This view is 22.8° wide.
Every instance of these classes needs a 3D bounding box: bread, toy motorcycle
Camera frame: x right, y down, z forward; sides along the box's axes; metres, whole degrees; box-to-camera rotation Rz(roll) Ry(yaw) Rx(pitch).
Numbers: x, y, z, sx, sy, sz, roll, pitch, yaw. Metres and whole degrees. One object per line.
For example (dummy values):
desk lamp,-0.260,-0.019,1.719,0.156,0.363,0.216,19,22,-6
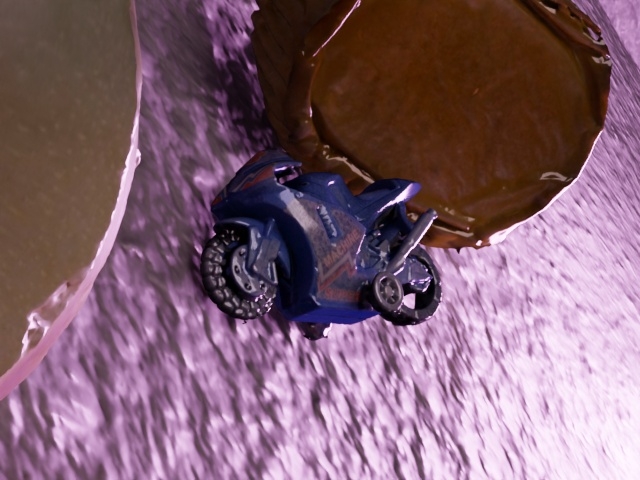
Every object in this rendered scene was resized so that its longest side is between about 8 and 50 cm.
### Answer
bread,0.074,-0.124,1.133,0.253,0.227,0.142,43,9,-29
toy motorcycle,0.000,0.000,1.007,0.205,0.076,0.114,5,69,-44

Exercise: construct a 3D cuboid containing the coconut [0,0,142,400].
coconut,-0.175,-0.041,0.520,0.259,0.259,0.259,46,28,-33
